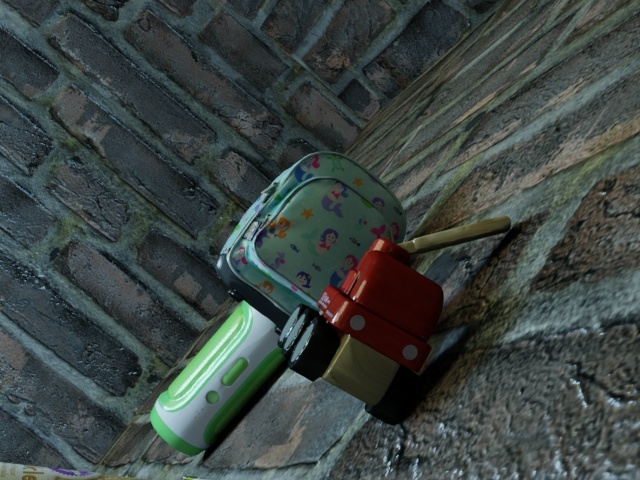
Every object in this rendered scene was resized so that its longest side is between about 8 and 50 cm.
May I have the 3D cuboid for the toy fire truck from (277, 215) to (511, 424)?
[{"bbox_3d":[0.088,0.051,1.009,0.246,0.159,0.217,-60,7,-1],"label":"toy fire truck"}]

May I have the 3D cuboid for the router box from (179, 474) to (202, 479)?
[{"bbox_3d":[-0.198,0.382,1.381,0.092,0.038,0.122,-53,8,-20],"label":"router box"}]

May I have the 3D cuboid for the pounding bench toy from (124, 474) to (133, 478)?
[{"bbox_3d":[-0.381,0.503,1.854,0.083,0.052,0.065,-46,8,32],"label":"pounding bench toy"}]

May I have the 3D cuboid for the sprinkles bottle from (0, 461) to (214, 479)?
[{"bbox_3d":[-0.256,0.281,0.947,0.121,0.356,0.121,-170,90,-72],"label":"sprinkles bottle"}]

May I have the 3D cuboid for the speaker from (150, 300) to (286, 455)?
[{"bbox_3d":[-0.152,0.217,1.631,0.296,0.131,0.131,-49,7,6],"label":"speaker"}]

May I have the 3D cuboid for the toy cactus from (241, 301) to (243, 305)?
[{"bbox_3d":[-0.072,0.139,1.770,0.219,0.112,0.180,-48,25,-3],"label":"toy cactus"}]

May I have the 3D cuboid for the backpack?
[{"bbox_3d":[0.000,0.000,1.409,0.253,0.225,0.191,-55,9,-22],"label":"backpack"}]
